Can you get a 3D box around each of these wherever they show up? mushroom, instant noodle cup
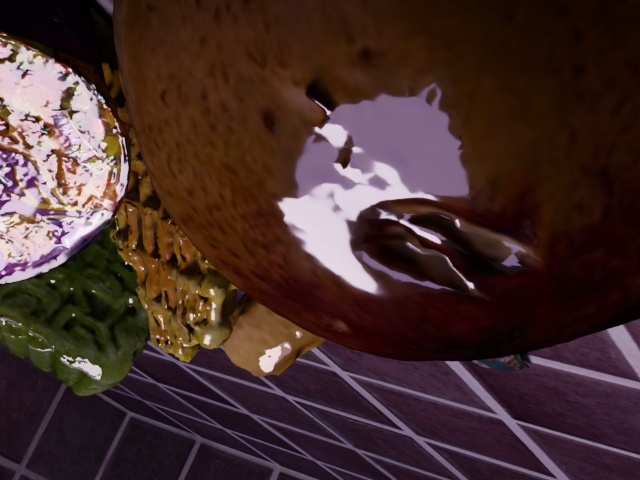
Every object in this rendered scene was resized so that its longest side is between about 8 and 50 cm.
[{"bbox_3d":[0.101,-0.106,0.568,0.331,0.356,0.334,-15,109,50],"label":"mushroom"},{"bbox_3d":[-0.269,-0.116,0.874,0.251,0.190,0.251,-6,137,-6],"label":"instant noodle cup"}]

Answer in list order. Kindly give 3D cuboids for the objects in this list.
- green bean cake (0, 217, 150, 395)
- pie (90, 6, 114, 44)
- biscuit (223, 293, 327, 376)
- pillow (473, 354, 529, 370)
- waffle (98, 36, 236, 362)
[{"bbox_3d":[-0.294,0.054,1.465,0.222,0.248,0.125,26,161,0],"label":"green bean cake"},{"bbox_3d":[-0.304,-0.182,1.064,0.308,0.086,0.308,22,164,7],"label":"pie"},{"bbox_3d":[0.033,0.020,1.009,0.091,0.213,0.274,55,-166,8],"label":"biscuit"},{"bbox_3d":[0.112,0.091,1.395,0.255,0.034,0.189,13,161,28],"label":"pillow"},{"bbox_3d":[-0.123,-0.047,0.926,0.051,0.291,0.291,-10,178,-27],"label":"waffle"}]
